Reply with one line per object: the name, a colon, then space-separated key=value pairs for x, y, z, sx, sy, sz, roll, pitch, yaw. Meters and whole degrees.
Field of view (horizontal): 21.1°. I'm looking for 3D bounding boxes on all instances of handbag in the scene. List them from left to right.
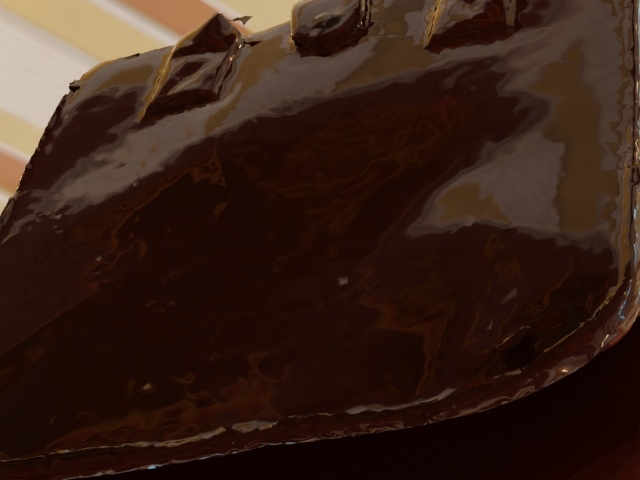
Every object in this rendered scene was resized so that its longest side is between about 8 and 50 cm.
handbag: x=-0.001 y=-0.001 z=0.620 sx=0.260 sy=0.084 sz=0.275 roll=-12 pitch=-145 yaw=19
